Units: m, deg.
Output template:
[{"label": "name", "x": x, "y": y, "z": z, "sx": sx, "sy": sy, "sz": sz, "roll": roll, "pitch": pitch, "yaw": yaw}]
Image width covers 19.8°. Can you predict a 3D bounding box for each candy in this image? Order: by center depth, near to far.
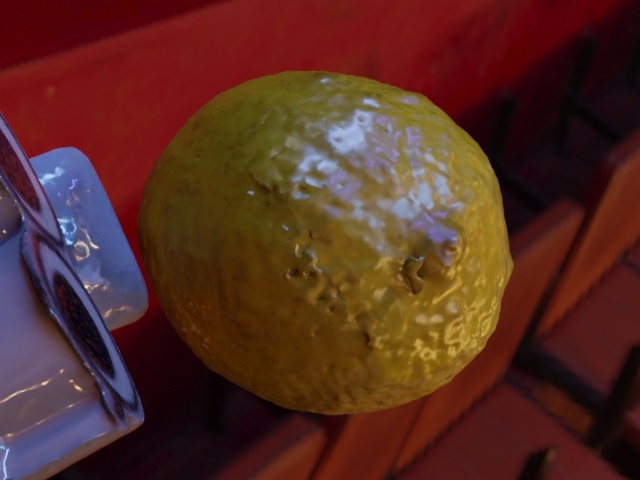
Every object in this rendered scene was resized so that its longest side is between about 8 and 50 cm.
[{"label": "candy", "x": -0.214, "y": 0.018, "z": 1.287, "sx": 0.174, "sy": 0.138, "sz": 0.071, "roll": -23, "pitch": 177, "yaw": -34}]

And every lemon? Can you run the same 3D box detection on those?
[{"label": "lemon", "x": 0.000, "y": 0.000, "z": 1.395, "sx": 0.268, "sy": 0.322, "sz": 0.268, "roll": -8, "pitch": 106, "yaw": -29}]

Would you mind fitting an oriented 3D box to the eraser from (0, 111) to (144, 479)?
[{"label": "eraser", "x": -0.219, "y": 0.069, "z": 0.631, "sx": 0.290, "sy": 0.171, "sz": 0.087, "roll": -29, "pitch": 156, "yaw": 1}]
